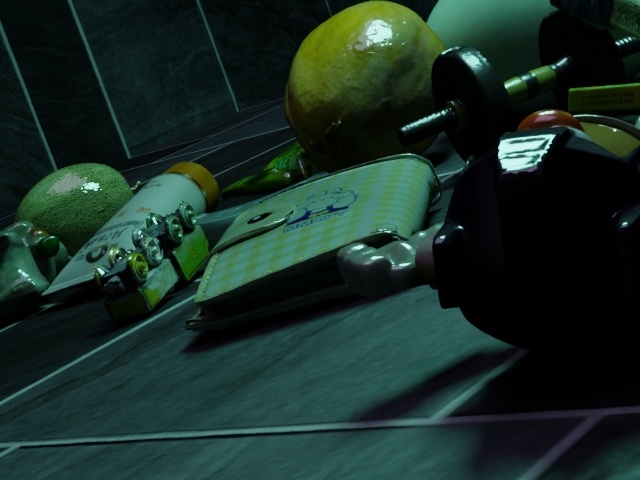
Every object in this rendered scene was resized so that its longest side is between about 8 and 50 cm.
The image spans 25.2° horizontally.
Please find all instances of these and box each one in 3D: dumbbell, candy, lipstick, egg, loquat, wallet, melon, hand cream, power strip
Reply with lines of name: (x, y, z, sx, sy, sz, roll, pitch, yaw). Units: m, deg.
dumbbell: (0.233, -0.173, 1.610, 0.326, 0.143, 0.143, -22, 10, -16)
candy: (-0.008, -0.109, 1.955, 0.246, 0.069, 0.149, -38, 14, -38)
lipstick: (0.337, -0.228, 1.468, 0.051, 0.051, 0.312, -15, 29, -18)
egg: (0.286, -0.279, 1.835, 0.371, 0.230, 0.230, -17, 9, 46)
loquat: (0.063, -0.190, 1.812, 0.238, 0.193, 0.238, -25, 39, 23)
wallet: (0.000, 0.000, 1.353, 0.223, 0.077, 0.309, -14, 12, 13)
melon: (-0.336, -0.038, 2.005, 0.192, 0.139, 0.139, -26, 11, -17)
hand cream: (-0.232, -0.005, 1.816, 0.140, 0.089, 0.314, -18, 17, 24)
power strip: (-0.081, -0.027, 1.719, 0.216, 0.044, 0.137, -20, 10, -2)

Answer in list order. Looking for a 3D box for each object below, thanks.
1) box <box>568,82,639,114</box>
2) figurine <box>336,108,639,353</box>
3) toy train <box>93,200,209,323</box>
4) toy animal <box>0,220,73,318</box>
box: (0.348, -0.140, 1.419, 0.121, 0.030, 0.193, -1, 4, -21)
figurine: (0.162, -0.015, 0.878, 0.308, 0.143, 0.308, -36, 0, 0)
toy train: (-0.178, 0.025, 1.536, 0.060, 0.081, 0.202, -17, 17, 23)
toy animal: (-0.382, 0.028, 1.823, 0.138, 0.108, 0.236, -29, 8, 6)
